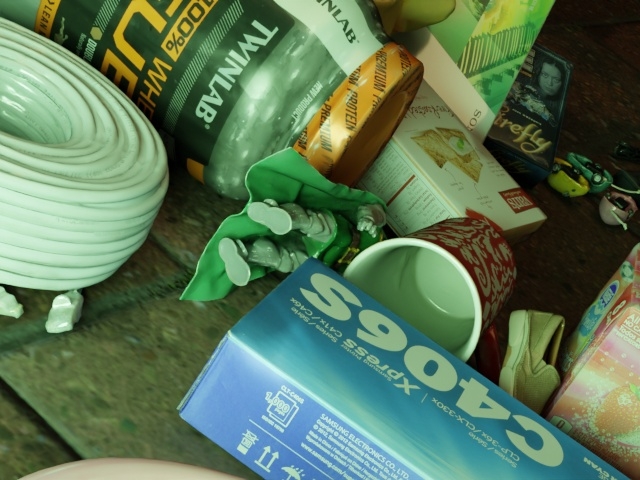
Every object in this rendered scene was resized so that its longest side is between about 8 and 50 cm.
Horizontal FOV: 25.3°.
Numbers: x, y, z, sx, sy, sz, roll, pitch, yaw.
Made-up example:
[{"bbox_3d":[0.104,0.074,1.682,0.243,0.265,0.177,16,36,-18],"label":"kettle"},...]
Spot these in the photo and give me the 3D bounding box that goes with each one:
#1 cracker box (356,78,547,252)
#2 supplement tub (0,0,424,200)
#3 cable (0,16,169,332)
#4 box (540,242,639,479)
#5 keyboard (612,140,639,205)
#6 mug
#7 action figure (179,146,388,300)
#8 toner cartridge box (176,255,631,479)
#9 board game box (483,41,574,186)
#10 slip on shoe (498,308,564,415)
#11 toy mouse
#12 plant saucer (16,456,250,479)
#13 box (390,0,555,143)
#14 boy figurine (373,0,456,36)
[{"bbox_3d":[0.091,-0.077,1.347,0.232,0.067,0.155,51,28,15],"label":"cracker box"},{"bbox_3d":[-0.096,-0.173,1.174,0.338,0.207,0.207,36,24,9],"label":"supplement tub"},{"bbox_3d":[-0.227,-0.070,0.966,0.257,0.089,0.257,31,24,-2],"label":"cable"},{"bbox_3d":[0.336,0.156,1.146,0.300,0.142,0.154,33,25,2],"label":"box"},{"bbox_3d":[0.480,-0.071,1.886,0.317,0.033,0.201,2,38,-50],"label":"keyboard"},{"bbox_3d":[0.092,0.057,1.126,0.113,0.150,0.169,1,11,20],"label":"mug"},{"bbox_3d":[0.000,0.000,1.091,0.063,0.137,0.232,47,19,20],"label":"action figure"},{"bbox_3d":[0.091,0.157,0.934,0.348,0.075,0.165,35,25,5],"label":"toner cartridge box"},{"bbox_3d":[0.163,-0.185,1.610,0.243,0.042,0.165,26,57,-14],"label":"board game box"},{"bbox_3d":[0.164,0.108,1.099,0.041,0.051,0.135,-2,41,17],"label":"slip on shoe"},{"bbox_3d":[0.324,-0.057,1.669,0.143,0.031,0.161,7,35,-43],"label":"toy mouse"},{"bbox_3d":[-0.035,0.239,0.620,0.332,0.084,0.332,26,26,-14],"label":"plant saucer"},{"bbox_3d":[0.067,-0.247,1.515,0.322,0.232,0.058,30,-19,-6],"label":"box"},{"bbox_3d":[0.015,-0.226,1.387,0.285,0.177,0.092,-24,55,-31],"label":"boy figurine"}]
